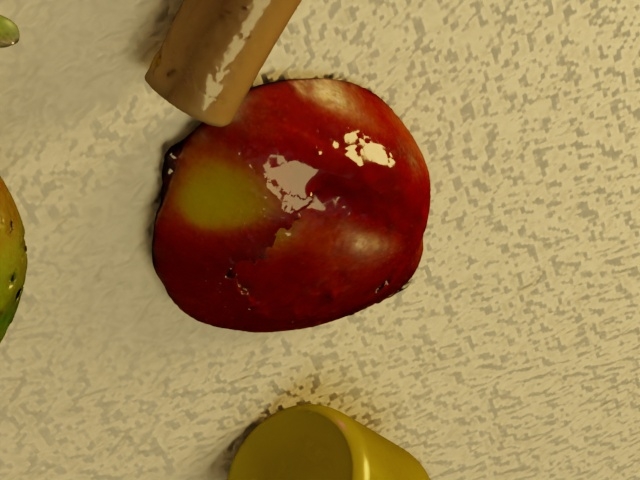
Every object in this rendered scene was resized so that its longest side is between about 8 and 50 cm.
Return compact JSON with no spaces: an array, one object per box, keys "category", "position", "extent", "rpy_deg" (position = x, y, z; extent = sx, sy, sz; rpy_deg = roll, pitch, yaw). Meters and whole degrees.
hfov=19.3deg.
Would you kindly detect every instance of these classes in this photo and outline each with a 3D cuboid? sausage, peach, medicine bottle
[{"category":"sausage","position":[0.001,-0.194,1.028],"extent":[0.065,0.066,0.301],"rpy_deg":[17,115,-46]},{"category":"peach","position":[0.001,0.002,1.225],"extent":[0.189,0.068,0.279],"rpy_deg":[-45,142,12]},{"category":"medicine bottle","position":[0.032,0.208,1.410],"extent":[0.122,0.122,0.212],"rpy_deg":[-45,141,8]}]

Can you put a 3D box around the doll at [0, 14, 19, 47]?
[{"category":"doll","position":[-0.252,-0.140,0.741],"extent":[0.213,0.236,0.213],"rpy_deg":[-23,135,-25]}]

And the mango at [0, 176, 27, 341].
[{"category":"mango","position":[-0.226,0.034,1.042],"extent":[0.125,0.111,0.233],"rpy_deg":[-11,135,-25]}]
